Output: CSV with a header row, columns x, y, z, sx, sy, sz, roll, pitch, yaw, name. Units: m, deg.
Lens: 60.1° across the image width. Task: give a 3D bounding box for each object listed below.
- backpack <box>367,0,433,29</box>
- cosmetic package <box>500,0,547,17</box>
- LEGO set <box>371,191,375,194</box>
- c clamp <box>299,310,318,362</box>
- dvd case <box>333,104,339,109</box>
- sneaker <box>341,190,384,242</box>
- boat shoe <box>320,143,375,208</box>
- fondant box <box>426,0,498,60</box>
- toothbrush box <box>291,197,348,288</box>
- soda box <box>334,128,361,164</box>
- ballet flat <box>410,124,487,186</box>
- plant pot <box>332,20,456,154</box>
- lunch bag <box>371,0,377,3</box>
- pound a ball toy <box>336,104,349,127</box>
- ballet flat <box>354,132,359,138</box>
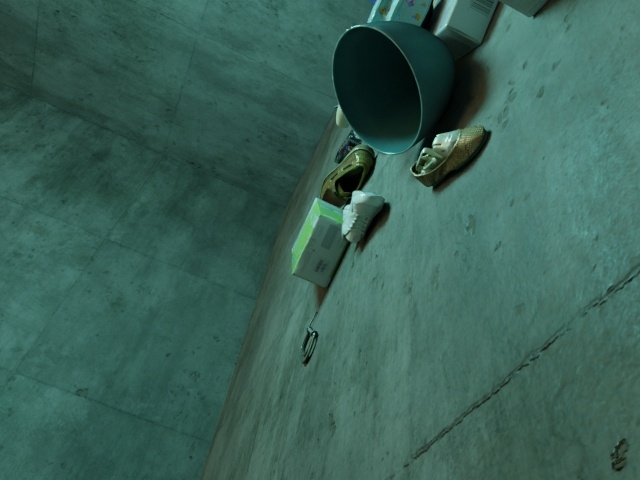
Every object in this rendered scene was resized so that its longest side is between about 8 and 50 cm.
x,y,z,sx,sy,sz,roll,pitch,yaw,name
0.194,-0.541,1.363,0.166,0.144,0.188,-66,11,-16,backpack
0.300,-0.498,0.950,0.085,0.231,0.117,133,159,-65,cosmetic package
0.143,-0.105,1.546,0.083,0.023,0.054,101,-169,-70,LEGO set
-0.034,0.279,1.590,0.160,0.022,0.137,-147,81,-81,c clamp
0.159,-0.483,1.880,0.164,0.221,0.018,-109,1,-76,dvd case
0.107,-0.053,1.458,0.232,0.090,0.115,113,171,-72,sneaker
0.072,-0.187,1.849,0.307,0.110,0.105,123,168,-46,boat shoe
0.330,-0.561,1.360,0.330,0.096,0.238,-160,93,-80,fondant box
0.000,0.000,1.769,0.283,0.122,0.206,-107,41,-75,toothbrush box
0.115,-0.376,2.248,0.169,0.053,0.060,-52,17,56,soda box
0.229,-0.160,1.036,0.206,0.067,0.073,132,160,-62,ballet flat
0.193,-0.367,1.257,0.195,0.290,0.290,-30,-7,-25,plant pot
0.265,-0.763,1.599,0.138,0.293,0.221,-86,21,-65,lunch bag
0.166,-0.407,1.513,0.319,0.208,0.136,-78,4,-55,pound a ball toy
0.159,-0.393,1.807,0.409,0.146,0.147,-103,38,-76,ballet flat
